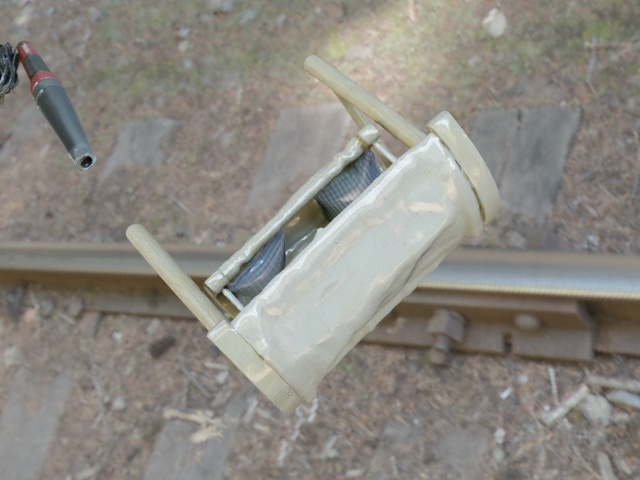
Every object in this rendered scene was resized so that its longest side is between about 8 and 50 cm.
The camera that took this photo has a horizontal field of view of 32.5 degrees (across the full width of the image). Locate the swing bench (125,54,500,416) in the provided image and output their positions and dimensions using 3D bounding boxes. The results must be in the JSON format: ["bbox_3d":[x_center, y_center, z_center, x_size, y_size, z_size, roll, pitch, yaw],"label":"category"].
[{"bbox_3d":[0.000,0.000,0.965,0.253,0.165,0.254,-43,33,-6],"label":"swing bench"}]

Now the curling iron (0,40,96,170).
[{"bbox_3d":[-0.249,-0.120,0.984,0.068,0.035,0.274,-58,41,7],"label":"curling iron"}]
